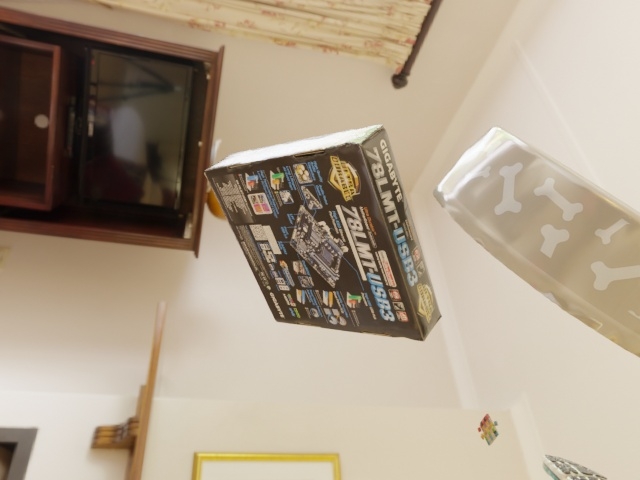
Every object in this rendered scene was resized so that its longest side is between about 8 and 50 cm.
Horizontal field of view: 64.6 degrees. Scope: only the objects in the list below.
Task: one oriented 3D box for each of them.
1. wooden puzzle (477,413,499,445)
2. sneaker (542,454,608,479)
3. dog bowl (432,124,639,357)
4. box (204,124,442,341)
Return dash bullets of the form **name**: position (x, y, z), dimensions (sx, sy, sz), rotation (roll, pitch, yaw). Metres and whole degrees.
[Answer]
- **wooden puzzle**: position (0.364, 0.410, 1.097), dimensions (0.049, 0.006, 0.083), rotation (-110, -156, -46)
- **sneaker**: position (0.456, 0.469, 0.866), dimensions (0.275, 0.107, 0.109), rotation (-102, -150, -78)
- **dog bowl**: position (0.299, -0.010, 0.577), dimensions (0.102, 0.349, 0.348), rotation (-57, -156, 21)
- **box**: position (0.000, 0.000, 0.743), dimensions (0.293, 0.073, 0.295), rotation (-3, -61, 40)
